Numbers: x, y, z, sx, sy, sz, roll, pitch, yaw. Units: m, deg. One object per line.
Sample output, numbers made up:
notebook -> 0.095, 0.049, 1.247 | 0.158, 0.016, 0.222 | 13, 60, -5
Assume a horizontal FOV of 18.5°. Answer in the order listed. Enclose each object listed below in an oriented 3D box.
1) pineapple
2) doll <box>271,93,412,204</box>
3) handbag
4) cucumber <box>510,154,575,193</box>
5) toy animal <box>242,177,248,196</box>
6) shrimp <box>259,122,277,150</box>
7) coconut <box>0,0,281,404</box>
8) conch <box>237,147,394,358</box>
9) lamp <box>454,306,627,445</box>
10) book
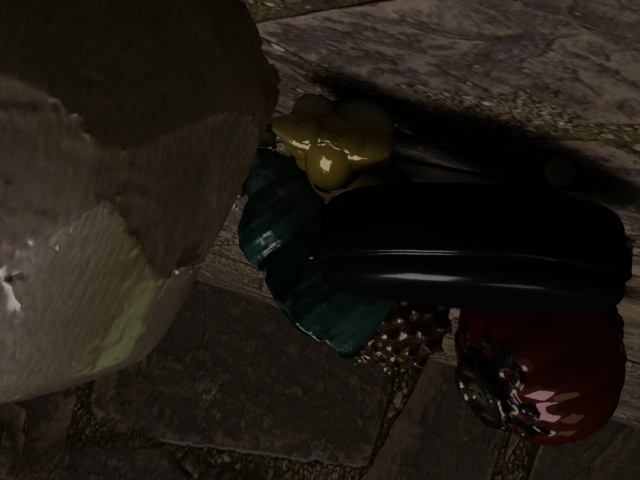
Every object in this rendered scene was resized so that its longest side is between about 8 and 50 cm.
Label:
pineapple -> 0.037, 0.042, 2.433 | 0.175, 0.175, 0.361 | 12, 162, 37
doll -> 0.020, -0.078, 1.785 | 0.117, 0.086, 0.291 | 9, 174, 8
handbag -> 0.134, 0.008, 1.761 | 0.254, 0.093, 0.308 | -2, 172, 42
cucumber -> 0.195, -0.053, 1.758 | 0.032, 0.032, 0.133 | 19, 172, -7
toy animal -> -0.150, -0.096, 2.113 | 0.105, 0.070, 0.202 | 4, 160, 24
shrimp -> -0.136, -0.141, 1.872 | 0.223, 0.047, 0.126 | 21, 162, -13
coconut -> -0.208, -0.084, 1.306 | 0.346, 0.360, 0.346 | 21, -149, -14
conch -> -0.001, -0.004, 1.954 | 0.202, 0.134, 0.196 | 34, -158, 8
lamp -> 0.267, 0.134, 2.349 | 0.227, 0.227, 0.227 | 18, 173, 2
book -> 0.162, -0.037, 1.996 | 0.269, 0.025, 0.191 | 13, 172, 35
